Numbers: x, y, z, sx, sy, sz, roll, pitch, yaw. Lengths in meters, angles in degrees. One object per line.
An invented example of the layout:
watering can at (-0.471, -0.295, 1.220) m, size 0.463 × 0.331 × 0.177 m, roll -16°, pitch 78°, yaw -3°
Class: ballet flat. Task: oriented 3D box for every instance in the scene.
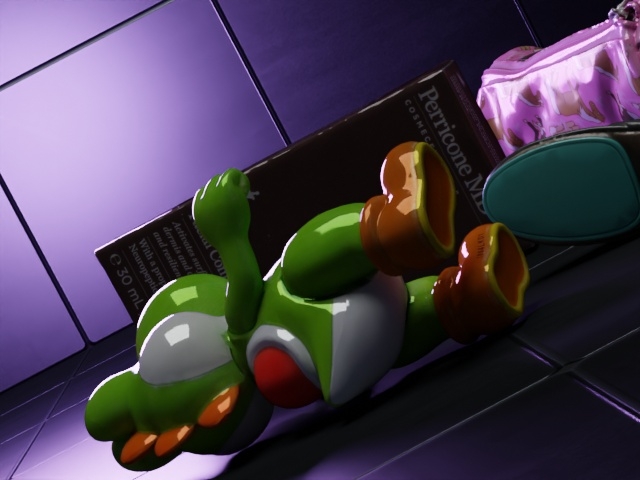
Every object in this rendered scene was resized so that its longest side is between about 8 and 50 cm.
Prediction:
ballet flat at (0.268, -0.056, 1.589) m, size 0.280 × 0.095 × 0.096 m, roll -13°, pitch 1°, yaw 31°

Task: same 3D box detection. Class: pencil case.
pencil case at (0.291, -0.149, 1.972) m, size 0.160 × 0.167 × 0.386 m, roll -19°, pitch 0°, yaw -21°

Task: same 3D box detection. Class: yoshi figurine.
yoshi figurine at (-0.028, 0.051, 1.550) m, size 0.362 × 0.204 × 0.203 m, roll -29°, pitch -13°, yaw 25°

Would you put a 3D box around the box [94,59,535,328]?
box at (0.000, 0.000, 1.907) m, size 0.381 × 0.191 × 0.143 m, roll -28°, pitch 4°, yaw 10°
